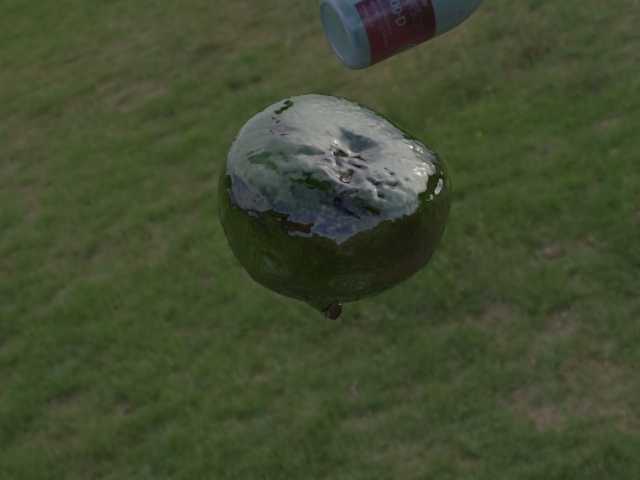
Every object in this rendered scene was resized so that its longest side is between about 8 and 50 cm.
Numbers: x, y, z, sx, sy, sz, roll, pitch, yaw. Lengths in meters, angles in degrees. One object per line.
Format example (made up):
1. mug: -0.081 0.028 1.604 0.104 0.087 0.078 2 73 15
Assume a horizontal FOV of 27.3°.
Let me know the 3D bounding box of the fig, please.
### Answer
1. fig: 0.000 0.000 1.148 0.203 0.235 0.203 9 42 -8

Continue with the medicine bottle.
1. medicine bottle: 0.111 -0.254 1.348 0.216 0.090 0.090 -25 26 -12
